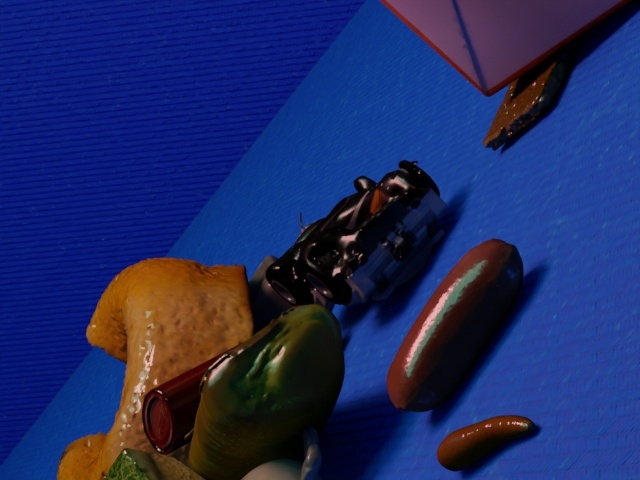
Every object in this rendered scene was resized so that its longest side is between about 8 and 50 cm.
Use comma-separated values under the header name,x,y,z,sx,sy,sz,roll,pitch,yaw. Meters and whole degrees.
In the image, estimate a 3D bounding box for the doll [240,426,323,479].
name,x,y,z,sx,sy,sz,roll,pitch,yaw
doll,-0.070,0.314,1.915,0.275,0.113,0.155,-45,11,16

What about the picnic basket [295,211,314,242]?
name,x,y,z,sx,sy,sz,roll,pitch,yaw
picnic basket,0.000,0.000,2.646,0.083,0.065,0.083,-53,32,36

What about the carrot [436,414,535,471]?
name,x,y,z,sx,sy,sz,roll,pitch,yaw
carrot,0.141,0.171,1.604,0.142,0.035,0.035,-34,24,52

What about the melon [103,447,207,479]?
name,x,y,z,sx,sy,sz,roll,pitch,yaw
melon,-0.198,0.398,2.124,0.124,0.196,0.323,-26,-31,-56

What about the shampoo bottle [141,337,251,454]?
name,x,y,z,sx,sy,sz,roll,pitch,yaw
shampoo bottle,-0.092,0.163,2.226,0.260,0.064,0.102,-26,-33,-34

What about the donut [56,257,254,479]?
name,x,y,z,sx,sy,sz,roll,pitch,yaw
donut,-0.219,0.209,2.426,0.378,0.163,0.435,150,135,-66

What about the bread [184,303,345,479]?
name,x,y,z,sx,sy,sz,roll,pitch,yaw
bread,-0.055,0.187,2.024,0.166,0.112,0.383,-36,-11,-18

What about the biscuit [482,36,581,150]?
name,x,y,z,sx,sy,sz,roll,pitch,yaw
biscuit,0.265,-0.209,2.198,0.131,0.025,0.231,-41,18,53

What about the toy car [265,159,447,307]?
name,x,y,z,sx,sy,sz,roll,pitch,yaw
toy car,0.046,0.005,2.275,0.193,0.118,0.301,-47,7,-17

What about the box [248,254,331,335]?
name,x,y,z,sx,sy,sz,roll,pitch,yaw
box,-0.059,0.091,2.527,0.124,0.093,0.172,-56,11,7

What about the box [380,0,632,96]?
name,x,y,z,sx,sy,sz,roll,pitch,yaw
box,0.225,-0.410,2.107,0.349,0.318,0.257,-35,21,45

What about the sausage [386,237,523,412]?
name,x,y,z,sx,sy,sz,roll,pitch,yaw
sausage,0.130,0.083,1.802,0.194,0.077,0.077,-55,11,1
